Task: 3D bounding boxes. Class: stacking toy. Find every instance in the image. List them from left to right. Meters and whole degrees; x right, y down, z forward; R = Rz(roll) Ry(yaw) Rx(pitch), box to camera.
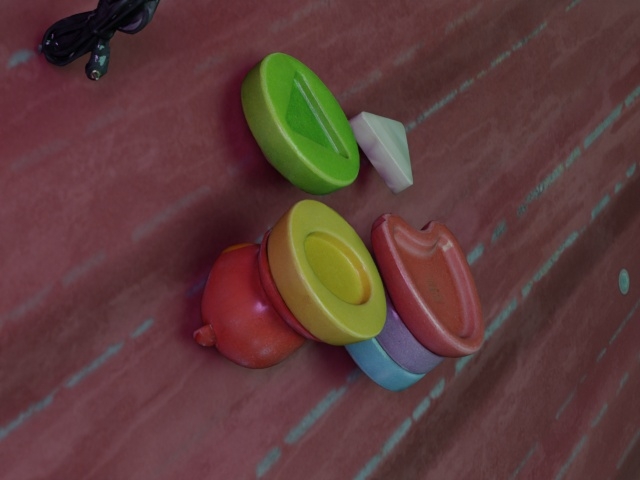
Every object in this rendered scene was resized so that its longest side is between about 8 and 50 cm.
[{"bbox_3d":[0.000,0.000,1.016,0.309,0.130,0.279,20,46,-52],"label":"stacking toy"}]

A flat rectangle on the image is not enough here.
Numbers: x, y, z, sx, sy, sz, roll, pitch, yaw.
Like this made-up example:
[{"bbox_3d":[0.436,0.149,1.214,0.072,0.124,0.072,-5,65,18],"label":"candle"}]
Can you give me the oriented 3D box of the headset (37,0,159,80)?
[{"bbox_3d":[-0.274,-0.199,0.653,0.394,0.185,0.243,16,71,-34],"label":"headset"}]
